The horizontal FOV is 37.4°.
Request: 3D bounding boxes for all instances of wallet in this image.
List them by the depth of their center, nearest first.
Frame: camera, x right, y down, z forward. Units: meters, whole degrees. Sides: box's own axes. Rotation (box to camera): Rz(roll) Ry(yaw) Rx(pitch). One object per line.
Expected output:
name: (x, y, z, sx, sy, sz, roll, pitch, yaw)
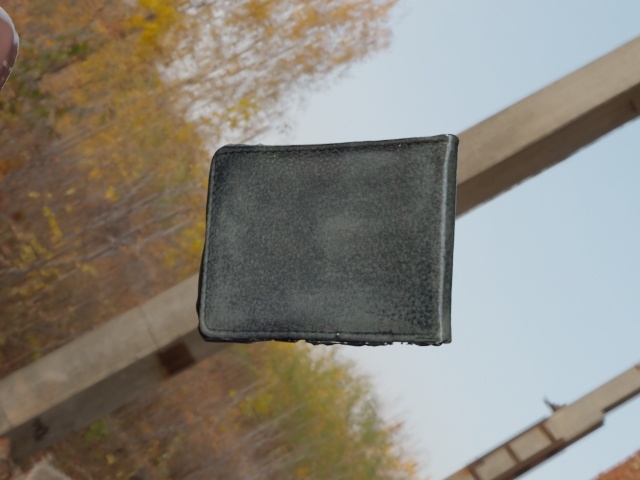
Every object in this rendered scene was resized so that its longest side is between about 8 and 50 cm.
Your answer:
wallet: (0.001, 0.000, 0.747, 0.036, 0.222, 0.167, 23, 68, -62)

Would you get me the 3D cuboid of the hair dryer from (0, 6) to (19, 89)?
hair dryer: (-0.445, -0.138, 0.785, 0.210, 0.353, 0.125, 35, 38, -44)
